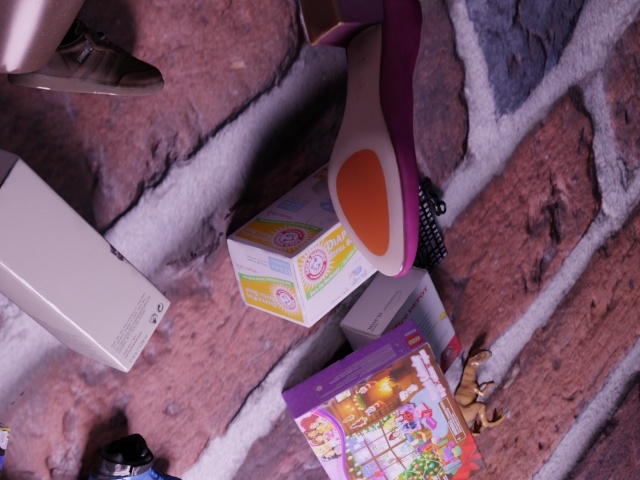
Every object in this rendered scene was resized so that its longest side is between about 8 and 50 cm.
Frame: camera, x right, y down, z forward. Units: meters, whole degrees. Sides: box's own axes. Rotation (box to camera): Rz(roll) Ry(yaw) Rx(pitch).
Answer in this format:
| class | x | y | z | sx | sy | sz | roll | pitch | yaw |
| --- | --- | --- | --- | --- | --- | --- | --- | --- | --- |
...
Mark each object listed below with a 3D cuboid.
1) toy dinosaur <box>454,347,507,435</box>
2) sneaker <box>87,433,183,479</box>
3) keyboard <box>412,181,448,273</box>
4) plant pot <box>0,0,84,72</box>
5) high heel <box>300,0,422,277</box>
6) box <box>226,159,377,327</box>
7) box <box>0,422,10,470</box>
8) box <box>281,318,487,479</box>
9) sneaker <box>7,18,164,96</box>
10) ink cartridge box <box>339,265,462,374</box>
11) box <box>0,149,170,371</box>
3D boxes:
| class | x | y | z | sx | sy | sz | roll | pitch | yaw |
| --- | --- | --- | --- | --- | --- | --- | --- | --- | --- |
| toy dinosaur | 0.219 | 0.270 | 2.146 | 0.112 | 0.064 | 0.211 | 30 | 70 | -33 |
| sneaker | -0.202 | 0.267 | 1.625 | 0.152 | 0.058 | 0.085 | 8 | 106 | -45 |
| keyboard | 0.138 | -0.031 | 1.954 | 0.108 | 0.023 | 0.180 | -50 | 137 | -26 |
| plant pot | -0.274 | -0.274 | 1.244 | 0.215 | 0.215 | 0.230 | -16 | 129 | -47 |
| high heel | 0.097 | -0.143 | 1.682 | 0.181 | 0.127 | 0.377 | -2 | 78 | -42 |
| box | 0.000 | 0.000 | 1.725 | 0.203 | 0.114 | 0.103 | -38 | 130 | -34 |
| box | -0.390 | 0.201 | 1.372 | 0.169 | 0.059 | 0.054 | 7 | 99 | -51 |
| box | 0.093 | 0.261 | 1.908 | 0.201 | 0.057 | 0.293 | -30 | 132 | -2 |
| sneaker | -0.228 | -0.185 | 1.419 | 0.188 | 0.066 | 0.071 | -4 | 106 | -50 |
| ink cartridge box | 0.114 | 0.132 | 1.943 | 0.127 | 0.072 | 0.175 | -51 | 137 | -25 |
| box | -0.276 | 0.019 | 1.403 | 0.094 | 0.113 | 0.275 | -59 | 141 | -18 |
